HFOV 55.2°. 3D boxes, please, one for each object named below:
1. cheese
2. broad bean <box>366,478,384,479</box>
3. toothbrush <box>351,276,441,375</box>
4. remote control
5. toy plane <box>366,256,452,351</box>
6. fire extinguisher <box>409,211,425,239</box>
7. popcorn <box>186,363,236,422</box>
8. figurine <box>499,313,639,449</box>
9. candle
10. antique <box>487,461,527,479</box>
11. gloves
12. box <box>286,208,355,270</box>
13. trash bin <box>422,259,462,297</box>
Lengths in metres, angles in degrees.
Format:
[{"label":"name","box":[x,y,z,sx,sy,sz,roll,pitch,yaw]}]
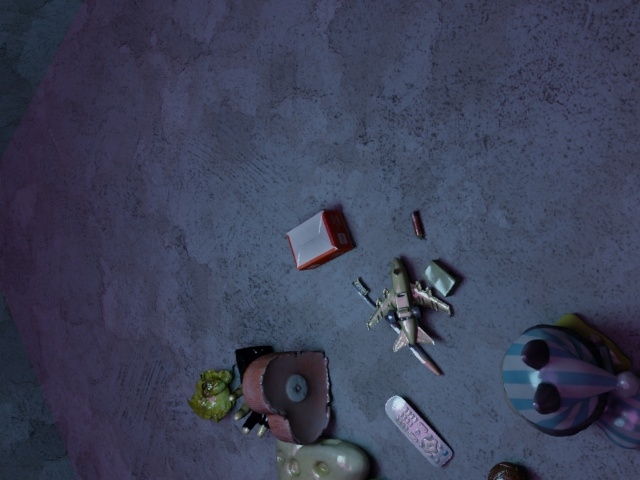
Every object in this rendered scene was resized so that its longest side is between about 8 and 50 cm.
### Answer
[{"label":"cheese","box":[0.010,0.781,1.919,0.350,0.129,0.329,-2,91,40]},{"label":"broad bean","box":[0.131,0.803,1.836,0.207,0.153,0.072,-58,17,22]},{"label":"toothbrush","box":[0.215,0.248,1.769,0.375,0.028,0.037,49,113,24]},{"label":"remote control","box":[0.276,0.538,1.744,0.229,0.044,0.073,45,104,16]},{"label":"toy plane","box":[0.234,0.173,1.704,0.241,0.104,0.256,-14,88,19]},{"label":"fire extinguisher","box":[0.271,-0.039,1.700,0.028,0.022,0.083,-15,85,7]},{"label":"popcorn","box":[-0.387,0.543,2.202,0.168,0.173,0.195,36,127,54]},{"label":"figurine","box":[0.539,0.347,1.311,0.361,0.377,0.267,26,110,34]},{"label":"candle","box":[-0.093,0.450,1.887,0.131,0.287,0.317,-8,128,43]},{"label":"antique","box":[0.477,0.613,1.559,0.104,0.104,0.104,5,98,37]},{"label":"gloves","box":[-0.204,0.497,2.037,0.197,0.152,0.301,-13,62,44]},{"label":"box","box":[0.000,0.000,1.868,0.182,0.099,0.133,-31,73,37]},{"label":"trash bin","box":[0.326,0.102,1.658,0.092,0.043,0.061,42,118,28]}]
